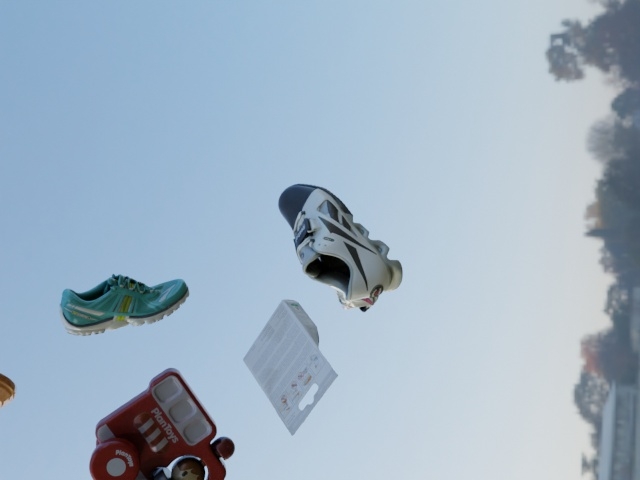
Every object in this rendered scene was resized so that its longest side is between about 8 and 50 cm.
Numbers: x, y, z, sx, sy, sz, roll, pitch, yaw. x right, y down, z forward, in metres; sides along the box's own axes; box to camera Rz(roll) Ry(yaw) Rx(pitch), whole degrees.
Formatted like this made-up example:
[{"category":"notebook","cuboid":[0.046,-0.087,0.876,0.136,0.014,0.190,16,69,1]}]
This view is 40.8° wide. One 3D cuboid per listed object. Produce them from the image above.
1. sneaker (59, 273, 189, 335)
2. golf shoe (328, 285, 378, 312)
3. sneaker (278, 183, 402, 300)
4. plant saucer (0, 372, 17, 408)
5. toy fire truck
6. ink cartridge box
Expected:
[{"category":"sneaker","cuboid":[-0.410,0.123,1.816,0.275,0.107,0.110,-13,-70,-22]},{"category":"golf shoe","cuboid":[0.066,0.110,1.824,0.186,0.067,0.086,20,-82,-50]},{"category":"sneaker","cuboid":[0.000,0.000,1.692,0.146,0.330,0.122,-21,-44,-36]},{"category":"plant saucer","cuboid":[-0.665,0.280,1.583,0.200,0.200,0.037,54,-152,-53]},{"category":"toy fire truck","cuboid":[-0.322,0.451,1.800,0.302,0.254,0.169,56,176,-10]},{"category":"ink cartridge box","cuboid":[-0.054,0.262,1.792,0.056,0.225,0.181,8,-57,-48]}]
